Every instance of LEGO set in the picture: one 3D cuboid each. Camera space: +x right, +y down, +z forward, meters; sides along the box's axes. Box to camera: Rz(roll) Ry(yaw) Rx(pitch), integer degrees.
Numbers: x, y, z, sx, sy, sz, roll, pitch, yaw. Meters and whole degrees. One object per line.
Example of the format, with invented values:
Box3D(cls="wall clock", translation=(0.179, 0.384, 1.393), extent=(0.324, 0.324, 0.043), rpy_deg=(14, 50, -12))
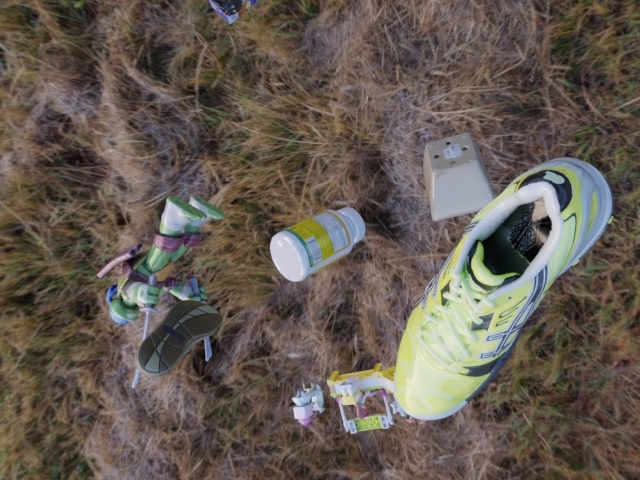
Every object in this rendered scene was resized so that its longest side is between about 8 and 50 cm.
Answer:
Box3D(cls="LEGO set", translation=(0.099, 0.273, 0.917), extent=(0.286, 0.132, 0.107), rpy_deg=(-12, 93, 39))

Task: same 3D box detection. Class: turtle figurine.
Box3D(cls="turtle figurine", translation=(-0.245, 0.072, 0.991), extent=(0.274, 0.197, 0.266), rpy_deg=(40, 105, 41))

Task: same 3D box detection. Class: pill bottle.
Box3D(cls="pill bottle", translation=(0.000, 0.000, 1.269), extent=(0.208, 0.117, 0.118), rpy_deg=(-28, 99, -35))

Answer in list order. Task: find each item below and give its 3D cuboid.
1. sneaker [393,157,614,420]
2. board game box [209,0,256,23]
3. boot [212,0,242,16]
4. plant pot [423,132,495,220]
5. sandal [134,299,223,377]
Box3D(cls="sneaker", translation=(0.183, 0.064, 0.683), extent=(0.145, 0.147, 0.385), rpy_deg=(40, 115, 32))
Box3D(cls="board game box", translation=(-0.181, -0.683, 1.265), extent=(0.233, 0.347, 0.078), rpy_deg=(-43, 78, -5))
Box3D(cls="boot", translation=(-0.200, -0.471, 1.074), extent=(0.076, 0.198, 0.137), rpy_deg=(-9, 134, 24))
Box3D(cls="plant pot", translation=(0.224, -0.113, 0.942), extent=(0.109, 0.109, 0.096), rpy_deg=(-14, 139, 14))
Box3D(cls="sandal", translation=(-0.211, 0.144, 0.825), extent=(0.072, 0.180, 0.049), rpy_deg=(37, 122, 2))
